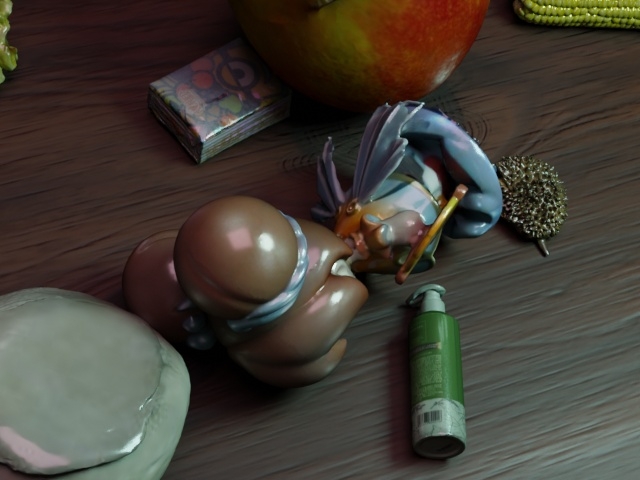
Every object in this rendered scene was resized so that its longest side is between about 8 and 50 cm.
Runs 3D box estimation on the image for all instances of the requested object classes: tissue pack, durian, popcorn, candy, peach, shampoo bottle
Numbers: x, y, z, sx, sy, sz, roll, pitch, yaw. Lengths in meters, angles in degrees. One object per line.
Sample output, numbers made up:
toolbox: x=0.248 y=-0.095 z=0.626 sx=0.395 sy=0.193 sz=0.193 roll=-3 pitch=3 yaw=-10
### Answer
tissue pack: x=-0.122 y=-0.173 z=1.873 sx=0.148 sy=0.060 sz=0.108 roll=-31 pitch=65 yaw=-28
durian: x=0.257 y=-0.052 z=1.861 sx=0.110 sy=0.071 sz=0.140 roll=-13 pitch=64 yaw=-19
popcorn: x=-0.411 y=-0.242 z=1.843 sx=0.089 sy=0.097 sz=0.109 roll=1 pitch=70 yaw=-7
candy: x=-0.276 y=0.174 z=1.531 sx=0.295 sy=0.185 sz=0.295 roll=10 pitch=43 yaw=-9
peach: x=0.054 y=-0.332 z=1.838 sx=0.370 sy=0.370 sz=0.370 roll=5 pitch=55 yaw=-8
shampoo bottle: x=0.126 y=0.141 z=1.708 sx=0.065 sy=0.065 sz=0.204 roll=5 pitch=55 yaw=-8

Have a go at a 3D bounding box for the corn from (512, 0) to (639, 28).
corn: x=0.378 y=-0.333 z=2.062 sx=0.244 sy=0.093 sz=0.093 roll=1 pitch=56 yaw=-11

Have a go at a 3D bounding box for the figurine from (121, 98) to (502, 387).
figurine: x=0.001 y=0.000 z=1.675 sx=0.388 sy=0.277 sz=0.248 roll=-42 pitch=96 yaw=-29
